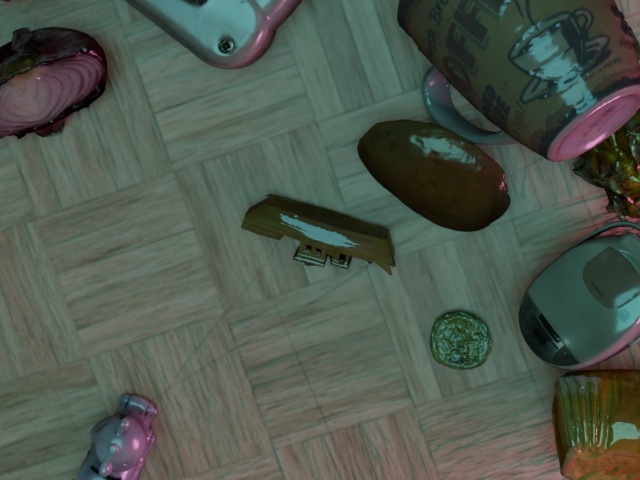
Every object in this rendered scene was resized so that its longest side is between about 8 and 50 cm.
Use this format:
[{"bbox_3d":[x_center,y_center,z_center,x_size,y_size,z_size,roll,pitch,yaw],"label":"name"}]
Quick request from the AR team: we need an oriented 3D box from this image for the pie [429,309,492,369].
[{"bbox_3d":[0.185,0.131,1.729,0.084,0.021,0.084,1,97,9],"label":"pie"}]

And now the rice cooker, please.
[{"bbox_3d":[0.347,0.075,1.643,0.206,0.127,0.145,-38,70,12],"label":"rice cooker"}]

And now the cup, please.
[{"bbox_3d":[0.229,-0.205,1.555,0.257,0.227,0.301,60,142,19],"label":"cup"}]

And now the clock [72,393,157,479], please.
[{"bbox_3d":[-0.280,0.299,1.746,0.080,0.117,0.176,24,101,1],"label":"clock"}]

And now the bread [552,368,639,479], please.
[{"bbox_3d":[0.435,0.239,1.653,0.288,0.152,0.119,4,61,5],"label":"bread"}]

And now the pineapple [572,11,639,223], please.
[{"bbox_3d":[0.394,-0.102,1.606,0.161,0.158,0.334,-29,96,9],"label":"pineapple"}]

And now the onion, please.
[{"bbox_3d":[-0.373,-0.207,1.690,0.206,0.151,0.098,-22,62,-3],"label":"onion"}]

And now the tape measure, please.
[{"bbox_3d":[-0.144,-0.354,1.631,0.258,0.130,0.265,37,100,1],"label":"tape measure"}]

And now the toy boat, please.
[{"bbox_3d":[0.000,0.000,1.706,0.206,0.064,0.072,18,114,2],"label":"toy boat"}]

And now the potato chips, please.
[{"bbox_3d":[0.140,-0.076,1.652,0.202,0.049,0.150,32,143,-9],"label":"potato chips"}]
